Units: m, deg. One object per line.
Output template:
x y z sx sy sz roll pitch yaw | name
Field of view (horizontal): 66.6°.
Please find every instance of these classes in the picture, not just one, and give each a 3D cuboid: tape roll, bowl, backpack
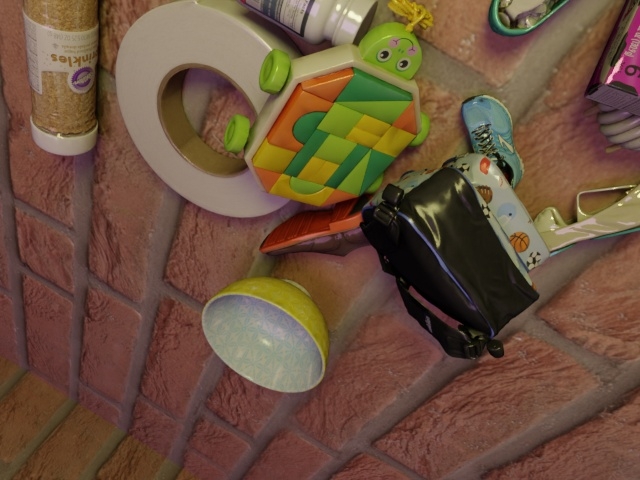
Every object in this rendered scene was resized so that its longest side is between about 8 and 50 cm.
-0.180 -0.220 0.863 0.391 0.072 0.392 14 130 17 | tape roll
-0.097 0.178 1.070 0.289 0.156 0.290 13 129 16 | bowl
0.182 -0.002 0.742 0.277 0.213 0.263 58 167 -12 | backpack

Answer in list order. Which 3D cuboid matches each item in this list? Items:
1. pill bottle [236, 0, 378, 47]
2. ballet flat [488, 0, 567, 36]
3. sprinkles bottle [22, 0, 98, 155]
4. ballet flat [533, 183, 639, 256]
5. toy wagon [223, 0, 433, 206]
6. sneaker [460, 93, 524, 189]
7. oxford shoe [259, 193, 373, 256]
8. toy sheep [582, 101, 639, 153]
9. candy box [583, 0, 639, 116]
-0.018 -0.335 0.669 0.180 0.108 0.108 31 132 1 | pill bottle
0.292 -0.321 0.540 0.083 0.087 0.247 42 131 -8 | ballet flat
-0.470 -0.327 0.888 0.121 0.121 0.356 29 132 3 | sprinkles bottle
0.386 -0.028 0.738 0.248 0.086 0.086 -24 112 36 | ballet flat
0.033 -0.179 0.698 0.267 0.068 0.344 12 141 -31 | toy wagon
0.254 -0.137 0.711 0.063 0.073 0.162 -20 114 36 | sneaker
0.000 0.000 0.930 0.271 0.097 0.098 -14 124 33 | oxford shoe
0.397 -0.157 0.619 0.091 0.091 0.132 -32 102 40 | toy sheep
0.442 -0.197 0.526 0.233 0.071 0.159 22 98 8 | candy box
